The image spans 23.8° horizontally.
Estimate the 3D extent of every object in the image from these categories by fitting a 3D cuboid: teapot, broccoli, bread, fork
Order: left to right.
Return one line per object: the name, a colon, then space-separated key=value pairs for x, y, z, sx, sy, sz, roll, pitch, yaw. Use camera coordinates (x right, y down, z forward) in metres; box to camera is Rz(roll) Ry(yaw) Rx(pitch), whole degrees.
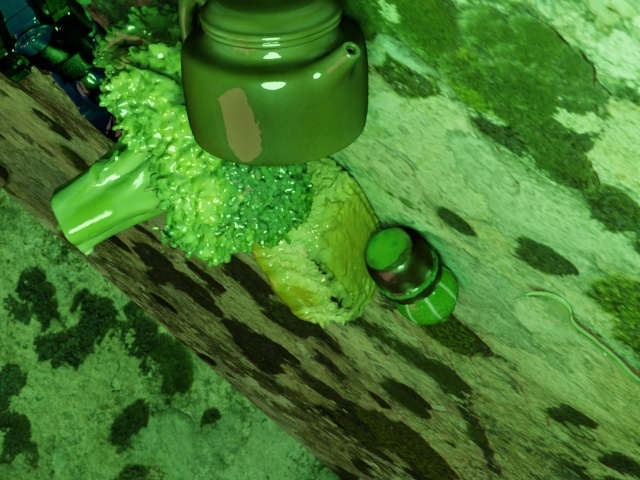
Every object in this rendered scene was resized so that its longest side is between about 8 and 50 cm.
broccoli: x=-0.172 y=-0.134 z=1.716 sx=0.249 sy=0.302 sz=0.375 roll=96 pitch=150 yaw=-53
teapot: x=-0.054 y=-0.193 z=1.496 sx=0.268 sy=0.185 sz=0.175 roll=27 pitch=130 yaw=40
bread: x=0.000 y=0.000 z=1.964 sx=0.121 sy=0.174 sz=0.245 roll=5 pitch=152 yaw=27
fork: x=0.334 y=0.119 z=1.837 sx=0.219 sy=0.028 sz=0.034 roll=35 pitch=158 yaw=-9

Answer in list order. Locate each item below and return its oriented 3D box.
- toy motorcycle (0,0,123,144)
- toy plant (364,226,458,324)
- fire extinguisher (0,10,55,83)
toy motorcycle: x=-0.302 y=-0.230 z=1.943 sx=0.196 sy=0.125 sz=0.331 roll=62 pitch=-168 yaw=25
toy plant: x=0.124 y=0.052 z=1.974 sx=0.093 sy=0.093 sz=0.162 roll=23 pitch=164 yaw=43
fire extinguisher: x=-0.429 y=-0.296 z=2.294 sx=0.078 sy=0.045 sz=0.157 roll=-6 pitch=138 yaw=38
